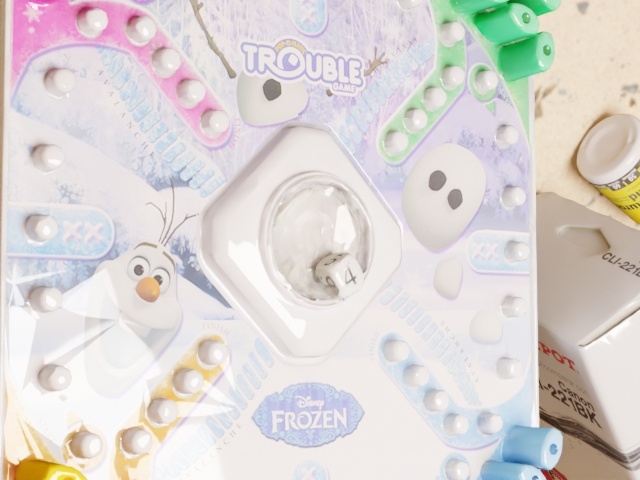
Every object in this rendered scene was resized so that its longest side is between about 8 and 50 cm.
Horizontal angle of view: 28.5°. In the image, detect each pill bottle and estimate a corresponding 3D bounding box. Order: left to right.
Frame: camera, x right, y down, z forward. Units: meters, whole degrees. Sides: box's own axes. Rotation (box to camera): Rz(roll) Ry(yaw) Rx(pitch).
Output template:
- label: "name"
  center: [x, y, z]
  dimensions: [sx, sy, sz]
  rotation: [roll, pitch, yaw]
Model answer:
- label: "pill bottle"
  center: [0.271, -0.049, 1.043]
  dimensions: [0.116, 0.065, 0.065]
  rotation: [34, 91, -31]

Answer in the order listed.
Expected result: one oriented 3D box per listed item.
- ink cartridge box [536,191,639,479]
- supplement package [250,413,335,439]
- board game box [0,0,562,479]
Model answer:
- label: "ink cartridge box"
  center: [0.233, 0.118, 1.006]
  dimensions: [0.114, 0.197, 0.273]
  rotation: [-33, 118, -12]
- label: "supplement package"
  center: [-0.068, 0.190, 0.882]
  dimensions: [0.149, 0.194, 0.203]
  rotation: [23, 97, -31]
- label: "board game box"
  center: [0.000, 0.000, 0.760]
  dimensions: [0.390, 0.050, 0.390]
  rotation: [3, 85, -34]
